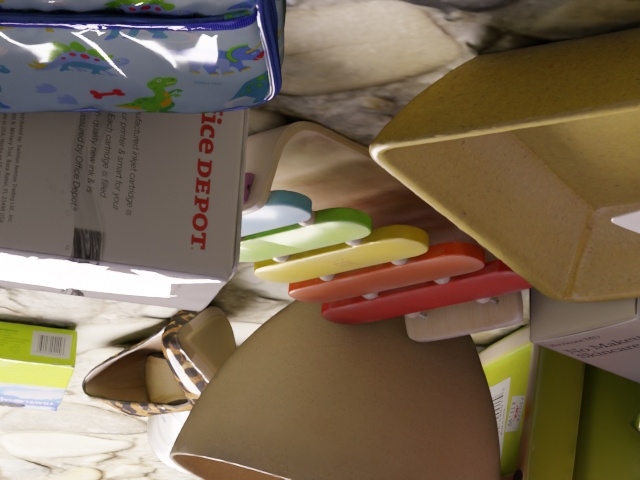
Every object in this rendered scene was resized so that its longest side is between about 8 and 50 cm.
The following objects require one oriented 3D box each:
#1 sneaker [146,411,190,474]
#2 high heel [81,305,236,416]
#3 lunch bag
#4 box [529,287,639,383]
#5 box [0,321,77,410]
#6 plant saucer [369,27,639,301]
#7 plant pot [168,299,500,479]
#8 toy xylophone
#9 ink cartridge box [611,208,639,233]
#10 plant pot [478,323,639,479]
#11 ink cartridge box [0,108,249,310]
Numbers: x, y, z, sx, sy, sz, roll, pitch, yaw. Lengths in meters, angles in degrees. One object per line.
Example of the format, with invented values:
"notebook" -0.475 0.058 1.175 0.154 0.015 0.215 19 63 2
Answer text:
"sneaker" -0.028 0.199 1.998 0.297 0.111 0.129 5 155 -7
"high heel" -0.164 0.121 1.802 0.186 0.093 0.261 -7 168 11
"lunch bag" -0.129 -0.139 1.088 0.219 0.090 0.176 2 158 0
"box" 0.294 0.064 1.574 0.275 0.094 0.113 20 154 -40
"box" -0.301 0.124 1.917 0.109 0.042 0.178 8 160 -10
"plant saucer" 0.248 -0.058 1.265 0.332 0.081 0.333 -8 157 27
"plant pot" 0.035 0.144 1.658 0.284 0.191 0.284 18 166 5
"toy xylophone" 0.000 0.000 1.464 0.322 0.081 0.236 19 156 -36
"ink cartridge box" 0.284 0.026 1.284 0.180 0.060 0.104 20 155 -39
"plant pot" 0.244 0.188 1.756 0.207 0.228 0.227 16 158 -18
"ink cartridge box" -0.163 -0.051 1.229 0.219 0.160 0.092 9 161 -14
